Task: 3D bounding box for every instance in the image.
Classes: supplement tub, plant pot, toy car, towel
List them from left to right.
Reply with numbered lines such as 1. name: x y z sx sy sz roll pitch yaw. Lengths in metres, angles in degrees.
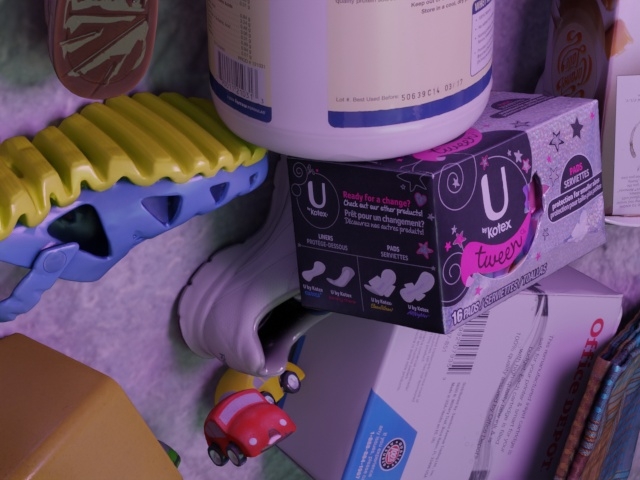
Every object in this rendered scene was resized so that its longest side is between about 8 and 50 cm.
1. plant pot: -0.242 0.204 1.425 0.187 0.212 0.212 -48 134 -24
2. toy car: -0.124 0.178 1.552 0.225 0.239 0.053 -28 97 6
3. supplement tub: 0.023 -0.251 1.361 0.235 0.235 0.325 -18 123 -30
4. towel: 0.308 0.202 1.831 0.370 0.040 0.271 -25 134 -66

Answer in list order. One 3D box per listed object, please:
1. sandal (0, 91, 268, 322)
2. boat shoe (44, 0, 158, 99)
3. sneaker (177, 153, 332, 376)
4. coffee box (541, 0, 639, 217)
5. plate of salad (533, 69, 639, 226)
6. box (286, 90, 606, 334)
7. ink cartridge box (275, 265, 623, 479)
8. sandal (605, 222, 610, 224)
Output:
1. sandal: -0.189 -0.027 1.402 0.317 0.126 0.138 -16 129 -23
2. boat shoe: -0.160 -0.263 1.308 0.109 0.098 0.302 1 114 -24
3. sneaker: 0.000 0.000 1.547 0.111 0.129 0.297 33 89 -41
4. coffee box: 0.276 -0.156 1.573 0.098 0.141 0.247 0 106 -17
5. plate of salad: 0.300 -0.109 1.722 0.199 0.048 0.200 3 76 -14
6. box: 0.113 -0.035 1.468 0.247 0.163 0.142 -26 116 -44
7. ink cartridge box: 0.128 0.128 1.713 0.307 0.129 0.223 4 110 -40
8. sandal: 0.238 -0.043 1.741 0.302 0.120 0.086 -12 157 -37
